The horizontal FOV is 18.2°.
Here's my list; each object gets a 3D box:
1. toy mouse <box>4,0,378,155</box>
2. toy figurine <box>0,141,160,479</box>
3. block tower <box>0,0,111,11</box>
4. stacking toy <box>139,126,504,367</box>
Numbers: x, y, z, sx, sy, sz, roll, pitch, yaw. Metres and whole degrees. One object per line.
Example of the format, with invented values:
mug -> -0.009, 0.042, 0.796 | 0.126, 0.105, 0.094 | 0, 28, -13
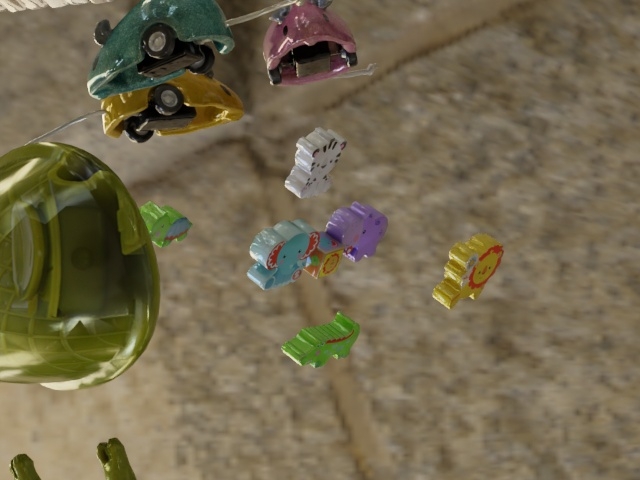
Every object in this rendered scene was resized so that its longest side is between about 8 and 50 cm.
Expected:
toy mouse -> -0.038, -0.080, 0.800 | 0.143, 0.161, 0.031 | 138, 120, -62
toy figurine -> -0.235, 0.074, 0.770 | 0.362, 0.217, 0.191 | -12, 83, 54
block tower -> -0.201, -0.174, 1.032 | 0.335, 0.091, 0.097 | -1, 57, 46
stacking toy -> 0.000, 0.000, 1.367 | 0.167, 0.221, 0.052 | 36, 123, 27
